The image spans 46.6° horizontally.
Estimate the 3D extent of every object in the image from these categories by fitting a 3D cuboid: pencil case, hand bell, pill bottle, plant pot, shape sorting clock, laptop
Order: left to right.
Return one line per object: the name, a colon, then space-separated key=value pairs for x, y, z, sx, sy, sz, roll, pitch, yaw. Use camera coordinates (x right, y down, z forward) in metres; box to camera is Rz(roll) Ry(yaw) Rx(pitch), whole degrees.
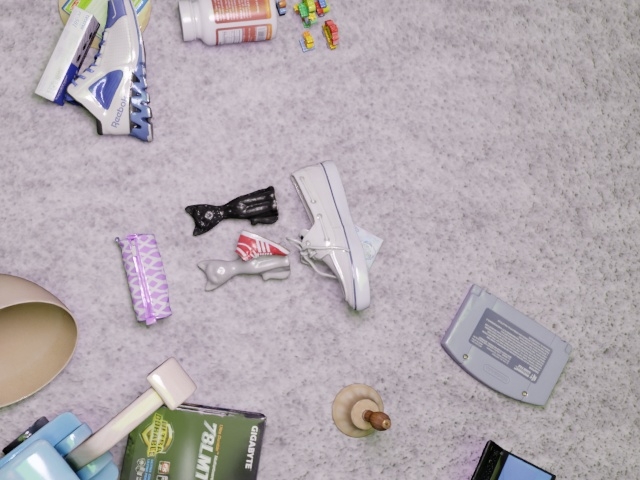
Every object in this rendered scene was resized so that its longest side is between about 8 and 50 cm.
plant pot: x=-0.666 y=0.175 z=1.510 sx=0.284 sy=0.284 sz=0.191 roll=-38 pitch=57 yaw=-12
shape sorting clock: x=-0.494 y=-0.542 z=1.707 sx=0.206 sy=0.040 sz=0.206 roll=-1 pitch=95 yaw=-10
pencil case: x=-0.386 y=0.081 z=1.642 sx=0.086 sy=0.088 sz=0.206 roll=-15 pitch=88 yaw=-10
pill bottle: x=-0.216 y=-0.517 z=1.719 sx=0.216 sy=0.121 sz=0.121 roll=-9 pitch=86 yaw=-12
hand bell: x=0.111 y=0.389 z=1.629 sx=0.126 sy=0.242 sz=0.126 roll=1 pitch=85 yaw=-11
laptop: x=0.425 y=0.611 z=1.721 sx=0.137 sy=0.264 sz=0.234 roll=20 pitch=78 yaw=29

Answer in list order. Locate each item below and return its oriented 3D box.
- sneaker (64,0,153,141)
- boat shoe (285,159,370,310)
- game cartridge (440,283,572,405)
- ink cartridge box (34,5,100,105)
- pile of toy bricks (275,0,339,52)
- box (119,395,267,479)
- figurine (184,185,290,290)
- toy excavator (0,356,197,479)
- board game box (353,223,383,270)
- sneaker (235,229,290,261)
sneaker: x=-0.475 y=-0.370 z=1.639 sx=0.182 sy=0.127 sz=0.315 roll=-6 pitch=96 yaw=-11
boat shoe: x=0.000 y=-0.004 z=1.687 sx=0.156 sy=0.136 sz=0.367 roll=-13 pitch=75 yaw=-9
game cartridge: x=0.447 y=0.265 z=1.805 sx=0.297 sy=0.062 sz=0.198 roll=33 pitch=84 yaw=-6
ink cartridge box: x=-0.555 y=-0.403 z=1.637 sx=0.046 sy=0.097 sz=0.207 roll=25 pitch=91 yaw=-8
pile of toy bricks: x=-0.032 y=-0.556 z=1.766 sx=0.118 sy=0.105 sz=0.212 roll=-20 pitch=88 yaw=-12
box: x=-0.285 y=0.509 z=1.629 sx=0.293 sy=0.073 sz=0.295 roll=11 pitch=83 yaw=-9
figurine: x=-0.188 y=0.000 z=1.698 sx=0.209 sy=0.092 sz=0.214 roll=-12 pitch=87 yaw=-4
toy excavator: x=-0.469 y=0.425 z=1.427 sx=0.433 sy=0.445 sz=0.222 roll=-39 pitch=93 yaw=-37
board game box: x=0.091 y=0.018 z=1.776 sx=0.090 sy=0.020 sz=0.090 roll=28 pitch=80 yaw=-7
sneaker: x=-0.130 y=0.027 z=1.636 sx=0.118 sy=0.042 sz=0.067 roll=22 pitch=85 yaw=8
